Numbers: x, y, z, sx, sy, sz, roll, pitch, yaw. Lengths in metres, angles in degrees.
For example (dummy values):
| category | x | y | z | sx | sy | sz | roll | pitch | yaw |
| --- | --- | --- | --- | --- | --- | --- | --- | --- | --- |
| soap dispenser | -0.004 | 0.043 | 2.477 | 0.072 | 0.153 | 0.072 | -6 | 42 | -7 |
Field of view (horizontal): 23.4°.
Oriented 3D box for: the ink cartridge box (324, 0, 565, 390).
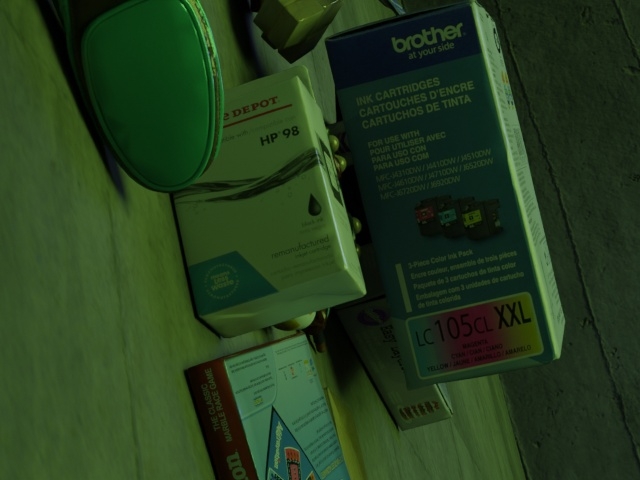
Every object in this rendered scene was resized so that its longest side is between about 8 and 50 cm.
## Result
| category | x | y | z | sx | sy | sz | roll | pitch | yaw |
| --- | --- | --- | --- | --- | --- | --- | --- | --- | --- |
| ink cartridge box | 0.121 | -0.078 | 1.486 | 0.270 | 0.151 | 0.395 | -21 | 99 | -79 |

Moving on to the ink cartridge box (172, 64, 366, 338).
| category | x | y | z | sx | sy | sz | roll | pitch | yaw |
| --- | --- | --- | --- | --- | --- | --- | --- | --- | --- |
| ink cartridge box | -0.044 | -0.038 | 1.031 | 0.060 | 0.104 | 0.180 | 49 | 25 | -66 |

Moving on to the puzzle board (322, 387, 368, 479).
| category | x | y | z | sx | sy | sz | roll | pitch | yaw |
| --- | --- | --- | --- | --- | --- | --- | --- | --- | --- |
| puzzle board | 0.026 | 0.196 | 1.310 | 0.096 | 0.011 | 0.128 | 54 | 21 | -67 |

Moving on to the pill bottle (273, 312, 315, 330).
| category | x | y | z | sx | sy | sz | roll | pitch | yaw |
| --- | --- | --- | --- | --- | --- | --- | --- | --- | --- |
| pill bottle | -0.028 | 0.043 | 1.162 | 0.083 | 0.043 | 0.043 | 52 | 22 | -67 |

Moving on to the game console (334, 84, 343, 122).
| category | x | y | z | sx | sy | sz | roll | pitch | yaw |
| --- | --- | --- | --- | --- | --- | --- | --- | --- | --- |
| game console | 0.103 | -0.036 | 1.790 | 0.293 | 0.173 | 0.250 | 76 | 14 | -82 |

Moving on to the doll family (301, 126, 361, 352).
| category | x | y | z | sx | sy | sz | roll | pitch | yaw |
| --- | --- | --- | --- | --- | --- | --- | --- | --- | --- |
| doll family | 0.000 | 0.000 | 1.328 | 0.111 | 0.076 | 0.193 | -89 | 163 | -77 |

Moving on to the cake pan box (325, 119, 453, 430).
| category | x | y | z | sx | sy | sz | roll | pitch | yaw |
| --- | --- | --- | --- | --- | --- | --- | --- | --- | --- |
| cake pan box | 0.062 | 0.036 | 1.647 | 0.267 | 0.070 | 0.245 | 61 | 12 | -51 |

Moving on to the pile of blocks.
| category | x | y | z | sx | sy | sz | roll | pitch | yaw |
| --- | --- | --- | --- | --- | --- | --- | --- | --- | --- |
| pile of blocks | -0.057 | -0.313 | 1.560 | 0.112 | 0.149 | 0.362 | 126 | -24 | -44 |

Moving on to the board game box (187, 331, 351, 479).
| category | x | y | z | sx | sy | sz | roll | pitch | yaw |
| --- | --- | --- | --- | --- | --- | --- | --- | --- | --- |
| board game box | -0.025 | 0.141 | 1.051 | 0.281 | 0.027 | 0.145 | 2 | 69 | -80 |

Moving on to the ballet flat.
| category | x | y | z | sx | sy | sz | roll | pitch | yaw |
| --- | --- | --- | --- | --- | --- | --- | --- | --- | --- |
| ballet flat | -0.118 | -0.148 | 0.883 | 0.087 | 0.083 | 0.247 | -121 | -170 | -63 |
